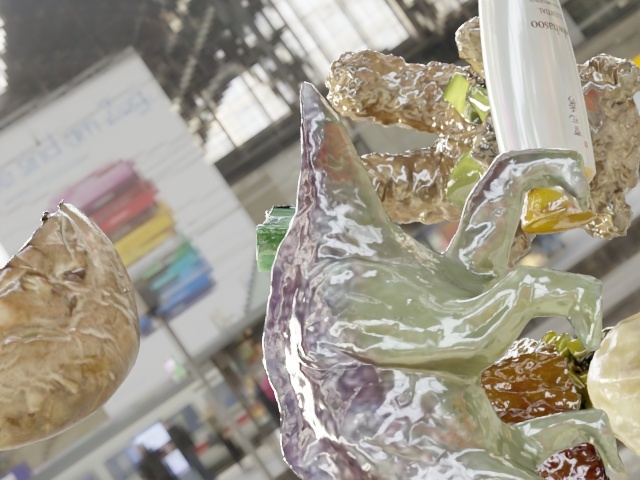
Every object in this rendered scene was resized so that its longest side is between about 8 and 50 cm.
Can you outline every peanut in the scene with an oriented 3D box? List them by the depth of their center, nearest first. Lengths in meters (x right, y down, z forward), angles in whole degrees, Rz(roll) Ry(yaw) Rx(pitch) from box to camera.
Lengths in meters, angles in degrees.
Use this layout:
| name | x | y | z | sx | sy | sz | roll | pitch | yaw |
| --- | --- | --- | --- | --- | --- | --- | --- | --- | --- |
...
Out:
| name | x | y | z | sx | sy | sz | roll | pitch | yaw |
| --- | --- | --- | --- | --- | --- | --- | --- | --- | --- |
| peanut | 0.262 | 0.110 | 1.016 | 0.136 | 0.120 | 0.298 | -13 | -18 | 20 |

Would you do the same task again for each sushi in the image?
| name | x | y | z | sx | sy | sz | roll | pitch | yaw |
| --- | --- | --- | --- | --- | --- | --- | --- | --- | --- |
| sushi | 0.176 | 0.155 | 1.193 | 0.179 | 0.167 | 0.296 | -5 | -11 | 3 |

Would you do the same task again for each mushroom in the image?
| name | x | y | z | sx | sy | sz | roll | pitch | yaw |
| --- | --- | --- | --- | --- | --- | --- | --- | --- | --- |
| mushroom | -0.248 | 0.097 | 1.307 | 0.286 | 0.151 | 0.156 | -55 | 2 | -41 |

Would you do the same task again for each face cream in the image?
| name | x | y | z | sx | sy | sz | roll | pitch | yaw |
| --- | --- | --- | --- | --- | --- | --- | --- | --- | --- |
| face cream | 0.136 | -0.095 | 0.927 | 0.072 | 0.182 | 0.051 | 7 | -21 | -44 |

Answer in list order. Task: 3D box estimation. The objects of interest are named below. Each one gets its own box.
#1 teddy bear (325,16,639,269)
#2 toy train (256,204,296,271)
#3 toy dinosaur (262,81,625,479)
| name | x | y | z | sx | sy | sz | roll | pitch | yaw |
| --- | --- | --- | --- | --- | --- | --- | --- | --- | --- |
| teddy bear | 0.139 | -0.084 | 1.345 | 0.296 | 0.246 | 0.222 | 3 | 3 | 7 |
| toy train | 0.000 | 0.000 | 0.995 | 0.093 | 0.038 | 0.056 | 2 | 14 | 11 |
| toy dinosaur | 0.050 | 0.064 | 0.663 | 0.162 | 0.294 | 0.077 | -7 | -26 | 11 |
